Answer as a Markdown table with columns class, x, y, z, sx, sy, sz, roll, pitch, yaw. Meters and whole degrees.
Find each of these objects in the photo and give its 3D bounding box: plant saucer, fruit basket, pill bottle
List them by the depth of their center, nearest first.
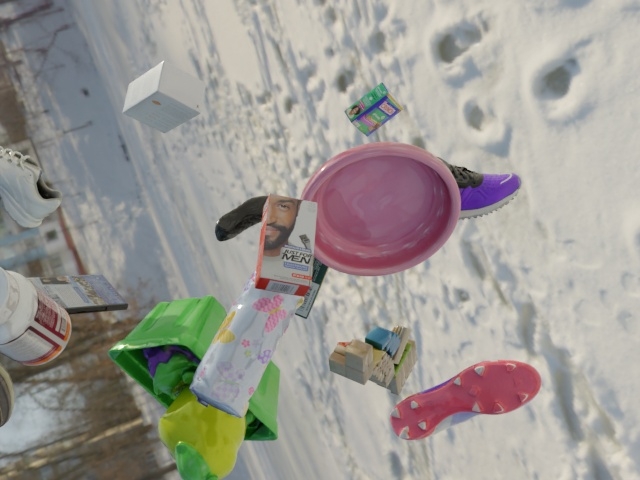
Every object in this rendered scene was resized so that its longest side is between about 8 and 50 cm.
| class | x | y | z | sx | sy | sz | roll | pitch | yaw |
| --- | --- | --- | --- | --- | --- | --- | --- | --- | --- |
| pill bottle | -0.502 | 0.120 | 1.230 | 0.221 | 0.121 | 0.121 | 77 | 168 | -66 |
| plant saucer | 0.116 | -0.071 | 1.553 | 0.084 | 0.331 | 0.332 | -99 | 0 | -48 |
| fruit basket | -0.260 | 0.348 | 1.606 | 0.282 | 0.392 | 0.392 | -10 | 104 | 33 |

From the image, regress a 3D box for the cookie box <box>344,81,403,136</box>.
| class | x | y | z | sx | sy | sz | roll | pitch | yaw |
| --- | --- | --- | --- | --- | --- | --- | --- | --- | --- |
| cookie box | 0.122 | -0.295 | 1.714 | 0.092 | 0.107 | 0.040 | 28 | -150 | -58 |

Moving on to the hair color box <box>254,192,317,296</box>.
| class | x | y | z | sx | sy | sz | roll | pitch | yaw |
| --- | --- | --- | --- | --- | --- | --- | --- | --- | --- |
| hair color box | -0.060 | 0.007 | 1.338 | 0.053 | 0.093 | 0.167 | 121 | 156 | -58 |

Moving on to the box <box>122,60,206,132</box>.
| class | x | y | z | sx | sy | sz | roll | pitch | yaw |
| --- | --- | --- | --- | --- | --- | --- | --- | --- | --- |
| box | -0.391 | -0.356 | 1.901 | 0.170 | 0.130 | 0.091 | -16 | 59 | 44 |

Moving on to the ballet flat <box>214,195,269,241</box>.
| class | x | y | z | sx | sy | sz | roll | pitch | yaw |
| --- | --- | --- | --- | --- | --- | --- | --- | --- | --- |
| ballet flat | -0.155 | -0.051 | 1.620 | 0.057 | 0.173 | 0.049 | 51 | 146 | 18 |

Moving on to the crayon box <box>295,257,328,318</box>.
| class | x | y | z | sx | sy | sz | roll | pitch | yaw |
| --- | --- | --- | --- | --- | --- | --- | --- | --- | --- |
| crayon box | 0.000 | 0.000 | 2.192 | 0.313 | 0.106 | 0.363 | -67 | 0 | -73 |

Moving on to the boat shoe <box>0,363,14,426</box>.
| class | x | y | z | sx | sy | sz | roll | pitch | yaw |
| --- | --- | --- | --- | --- | --- | --- | --- | --- | --- |
| boat shoe | -0.836 | 0.313 | 1.783 | 0.130 | 0.132 | 0.356 | -65 | -30 | -58 |

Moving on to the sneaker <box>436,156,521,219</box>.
| class | x | y | z | sx | sy | sz | roll | pitch | yaw |
| --- | --- | --- | --- | --- | --- | --- | --- | --- | --- |
| sneaker | 0.296 | -0.125 | 1.703 | 0.102 | 0.293 | 0.146 | -69 | -39 | -63 |

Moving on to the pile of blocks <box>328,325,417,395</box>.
| class | x | y | z | sx | sy | sz | roll | pitch | yaw |
| --- | --- | --- | --- | --- | --- | --- | --- | --- | --- |
| pile of blocks | 0.110 | 0.237 | 1.651 | 0.112 | 0.149 | 0.362 | 19 | 173 | 25 |

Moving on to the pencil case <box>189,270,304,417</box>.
| class | x | y | z | sx | sy | sz | roll | pitch | yaw |
| --- | --- | --- | --- | --- | --- | --- | --- | --- | --- |
| pencil case | -0.134 | 0.194 | 1.423 | 0.124 | 0.273 | 0.113 | 34 | 162 | -26 |

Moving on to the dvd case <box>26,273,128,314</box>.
| class | x | y | z | sx | sy | sz | roll | pitch | yaw |
| --- | --- | --- | --- | --- | --- | --- | --- | --- | --- |
| dvd case | -0.685 | 0.149 | 2.102 | 0.180 | 0.253 | 0.022 | 37 | 116 | 40 |

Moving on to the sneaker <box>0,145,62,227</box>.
| class | x | y | z | sx | sy | sz | roll | pitch | yaw |
| --- | --- | --- | --- | --- | --- | --- | --- | --- | --- |
| sneaker | -0.725 | -0.167 | 1.765 | 0.297 | 0.129 | 0.111 | 50 | -158 | -31 |

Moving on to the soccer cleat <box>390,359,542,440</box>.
| class | x | y | z | sx | sy | sz | roll | pitch | yaw |
| --- | --- | --- | --- | --- | --- | --- | --- | --- | --- |
| soccer cleat | 0.222 | 0.244 | 1.168 | 0.095 | 0.248 | 0.083 | 12 | -127 | -64 |
